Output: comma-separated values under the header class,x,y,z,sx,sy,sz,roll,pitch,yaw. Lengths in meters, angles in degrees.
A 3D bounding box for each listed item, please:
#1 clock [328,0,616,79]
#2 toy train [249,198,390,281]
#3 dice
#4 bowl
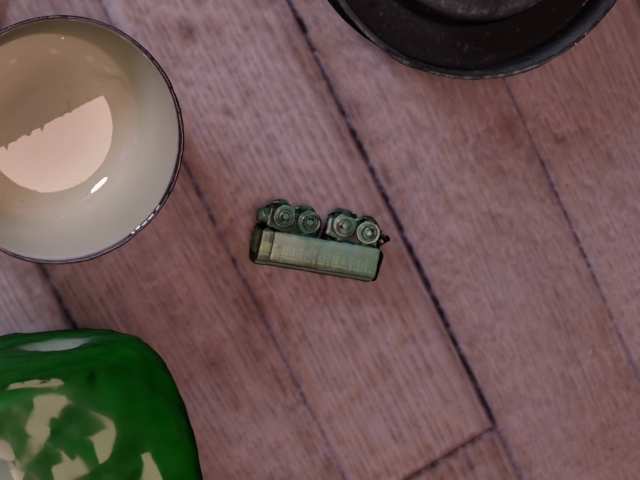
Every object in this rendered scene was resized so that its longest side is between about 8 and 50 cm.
class,x,y,z,sx,sy,sz,roll,pitch,yaw
clock,0.153,-0.354,1.992,0.386,0.076,0.386,-6,106,-20
toy train,0.000,0.000,2.057,0.148,0.038,0.071,9,101,-19
dice,-0.287,0.247,1.875,0.300,0.287,0.297,-10,101,-21
bowl,-0.259,-0.105,1.911,0.238,0.126,0.237,-3,102,-16
